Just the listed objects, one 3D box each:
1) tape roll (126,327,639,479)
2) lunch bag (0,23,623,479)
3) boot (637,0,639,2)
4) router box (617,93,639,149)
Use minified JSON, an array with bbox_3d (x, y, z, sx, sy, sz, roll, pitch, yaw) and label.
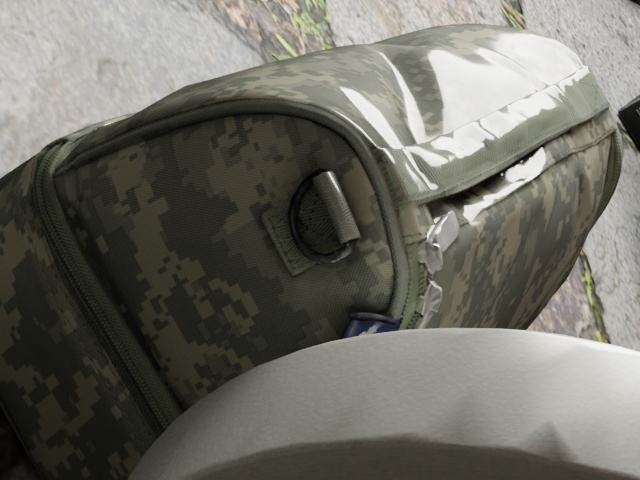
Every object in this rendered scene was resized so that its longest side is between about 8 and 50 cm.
[{"bbox_3d":[0.078,0.210,0.580,0.392,0.392,0.072,49,35,-15],"label":"tape roll"},{"bbox_3d":[0.000,0.000,0.760,0.305,0.256,0.213,-26,86,-57],"label":"lunch bag"},{"bbox_3d":[0.356,-0.373,1.693,0.189,0.076,0.209,25,51,-61],"label":"boot"},{"bbox_3d":[0.457,-0.051,1.565,0.309,0.081,0.243,59,33,-1],"label":"router box"}]
